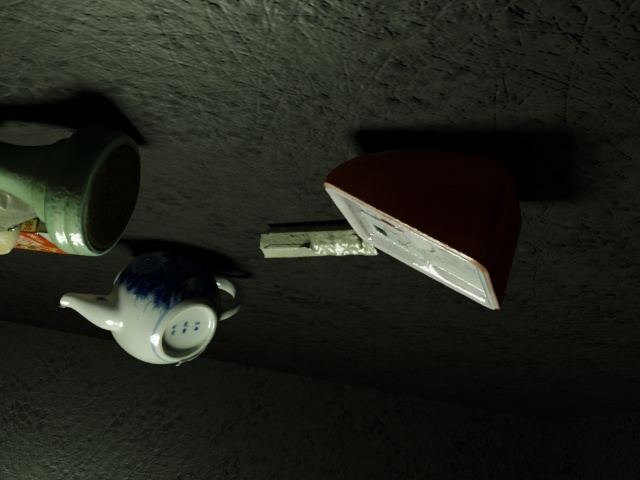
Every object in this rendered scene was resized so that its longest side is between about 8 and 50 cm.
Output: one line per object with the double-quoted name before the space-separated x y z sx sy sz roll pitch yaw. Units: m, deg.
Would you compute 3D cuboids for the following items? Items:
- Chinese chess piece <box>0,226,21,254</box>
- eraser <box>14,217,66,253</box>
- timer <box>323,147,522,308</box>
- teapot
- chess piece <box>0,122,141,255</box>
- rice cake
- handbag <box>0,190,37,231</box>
"Chinese chess piece" -0.717 -0.050 1.812 0.251 0.097 0.251 9 164 3
"eraser" -0.630 -0.013 2.001 0.230 0.038 0.157 5 164 14
"timer" 0.148 -0.029 1.311 0.250 0.161 0.257 13 167 19
"teapot" -0.358 0.130 2.037 0.424 0.252 0.280 -7 -147 -39
"chess piece" -0.436 -0.102 1.355 0.299 0.194 0.194 15 166 12
"rice cake" 0.000 0.000 1.662 0.256 0.057 0.052 -2 163 35
"handbag" -0.557 -0.077 1.611 0.183 0.117 0.270 11 166 -40
